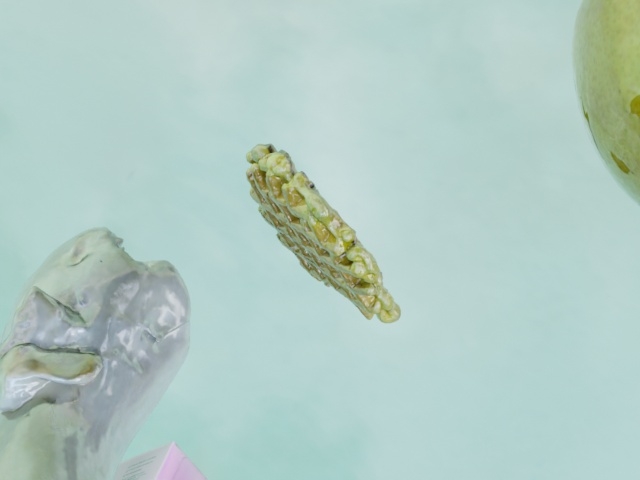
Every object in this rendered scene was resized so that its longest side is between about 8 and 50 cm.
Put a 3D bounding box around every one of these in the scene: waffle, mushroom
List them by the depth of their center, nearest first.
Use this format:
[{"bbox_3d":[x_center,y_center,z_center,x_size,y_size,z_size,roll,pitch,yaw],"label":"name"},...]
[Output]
[{"bbox_3d":[-0.116,0.094,0.576,0.096,0.278,0.099,9,126,-7],"label":"mushroom"},{"bbox_3d":[-0.006,-0.006,1.703,0.058,0.301,0.281,-39,146,-10],"label":"waffle"}]

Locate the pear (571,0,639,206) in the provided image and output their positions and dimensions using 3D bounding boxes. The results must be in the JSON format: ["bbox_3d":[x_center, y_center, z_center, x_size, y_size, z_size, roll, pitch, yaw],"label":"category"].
[{"bbox_3d":[0.249,-0.091,0.682,0.208,0.209,0.209,-4,102,-19],"label":"pear"}]

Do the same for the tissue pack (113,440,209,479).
[{"bbox_3d":[-0.256,0.349,1.446,0.246,0.148,0.092,-26,114,31],"label":"tissue pack"}]
